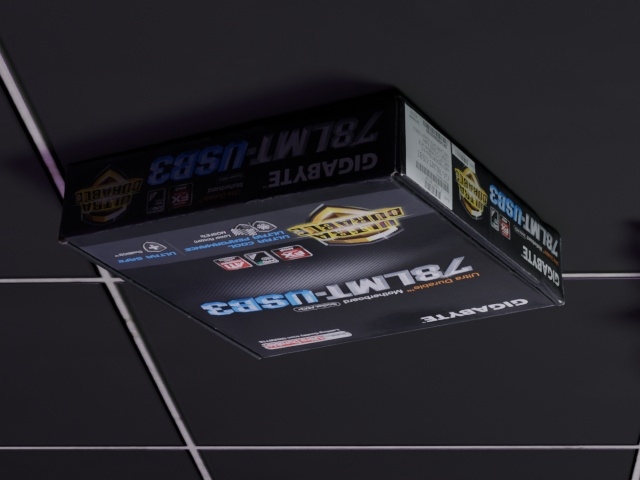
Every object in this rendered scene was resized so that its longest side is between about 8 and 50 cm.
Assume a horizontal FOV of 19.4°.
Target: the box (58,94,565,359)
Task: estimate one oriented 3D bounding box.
[{"bbox_3d":[0.000,0.000,1.462,0.296,0.073,0.293,-10,153,27],"label":"box"}]
